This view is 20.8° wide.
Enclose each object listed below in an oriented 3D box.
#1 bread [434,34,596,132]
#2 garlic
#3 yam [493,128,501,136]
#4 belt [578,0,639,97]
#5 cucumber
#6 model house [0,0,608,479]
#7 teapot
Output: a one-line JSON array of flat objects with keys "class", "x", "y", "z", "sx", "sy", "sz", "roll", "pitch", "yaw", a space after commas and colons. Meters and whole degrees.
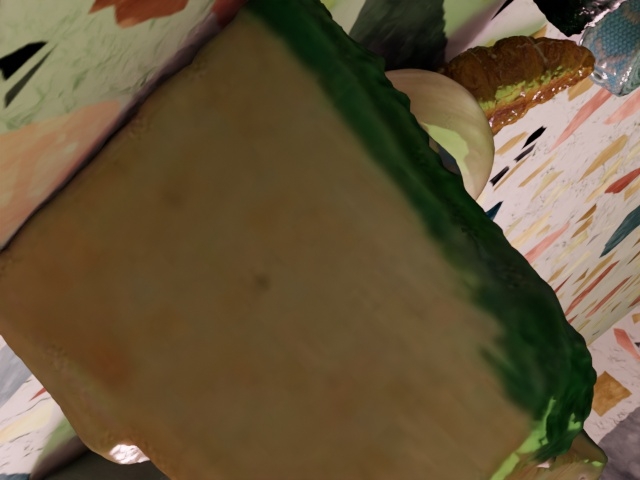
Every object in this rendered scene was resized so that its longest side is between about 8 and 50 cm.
[{"class": "bread", "x": 0.140, "y": -0.135, "z": 1.608, "sx": 0.233, "sy": 0.076, "sz": 0.105, "roll": -25, "pitch": 164, "yaw": -4}, {"class": "garlic", "x": 0.060, "y": -0.045, "z": 1.498, "sx": 0.228, "sy": 0.110, "sz": 0.217, "roll": 6, "pitch": 129, "yaw": -41}, {"class": "yam", "x": 0.148, "y": -0.114, "z": 1.717, "sx": 0.241, "sy": 0.057, "sz": 0.057, "roll": -40, "pitch": 168, "yaw": -42}, {"class": "belt", "x": 0.336, "y": -0.228, "z": 1.882, "sx": 0.148, "sy": 0.082, "sz": 0.163, "roll": -50, "pitch": 164, "yaw": -13}, {"class": "cucumber", "x": 0.259, "y": -0.273, "z": 1.552, "sx": 0.085, "sy": 0.115, "sz": 0.193, "roll": 16, "pitch": 139, "yaw": -21}, {"class": "model house", "x": 0.025, "y": 0.069, "z": 1.280, "sx": 0.334, "sy": 0.382, "sz": 0.342, "roll": -44, "pitch": 161, "yaw": 13}, {"class": "teapot", "x": -0.202, "y": 0.267, "z": 1.770, "sx": 0.239, "sy": 0.162, "sz": 0.149, "roll": -29, "pitch": -166, "yaw": 50}]
